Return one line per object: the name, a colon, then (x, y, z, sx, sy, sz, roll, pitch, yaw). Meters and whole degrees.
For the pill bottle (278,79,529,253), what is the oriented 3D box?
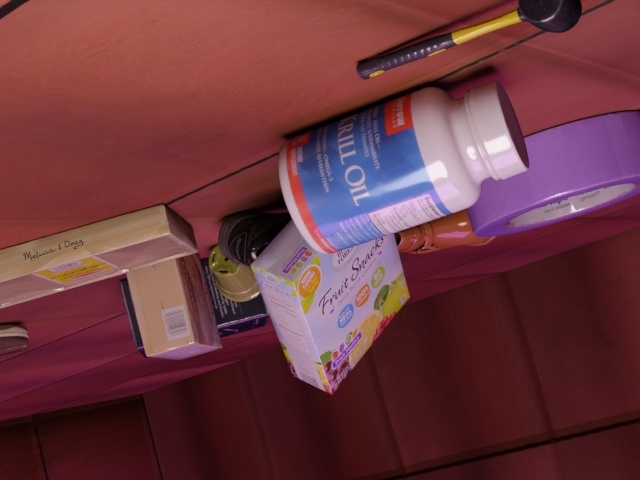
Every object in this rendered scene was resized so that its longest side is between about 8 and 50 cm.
pill bottle: (0.081, -0.076, 1.088, 0.221, 0.124, 0.124, -20, 170, 18)

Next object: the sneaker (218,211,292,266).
sneaker: (0.000, 0.000, 1.411, 0.227, 0.087, 0.130, -6, -161, -30)

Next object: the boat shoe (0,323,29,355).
boat shoe: (-0.564, 0.194, 1.708, 0.257, 0.095, 0.095, -10, 169, -34)

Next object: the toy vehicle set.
toy vehicle set: (-0.290, 0.023, 1.330, 0.267, 0.035, 0.166, -16, 171, 1)

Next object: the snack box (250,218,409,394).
snack box: (0.018, 0.049, 1.326, 0.070, 0.207, 0.174, 20, -124, 34)

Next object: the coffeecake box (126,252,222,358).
coffeecake box: (-0.195, 0.081, 1.503, 0.068, 0.142, 0.185, -16, 171, 4)

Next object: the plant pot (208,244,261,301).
plant pot: (-0.123, 0.037, 1.601, 0.083, 0.083, 0.079, -17, 158, 9)

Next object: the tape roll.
tape roll: (0.331, -0.087, 1.546, 0.275, 0.090, 0.275, -16, 170, -3)

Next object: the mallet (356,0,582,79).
mallet: (0.120, -0.165, 0.912, 0.189, 0.039, 0.062, -16, 174, 35)

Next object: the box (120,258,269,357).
box: (-0.189, 0.098, 1.724, 0.207, 0.108, 0.153, -15, 171, -8)

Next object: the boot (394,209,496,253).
boot: (0.187, -0.017, 1.795, 0.152, 0.073, 0.197, -4, 163, -35)
